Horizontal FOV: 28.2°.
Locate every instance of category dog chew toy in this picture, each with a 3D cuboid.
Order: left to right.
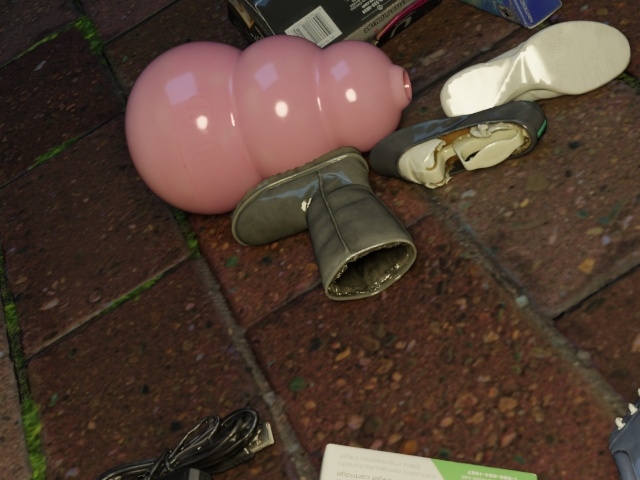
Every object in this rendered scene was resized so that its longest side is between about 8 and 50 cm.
[{"bbox_3d":[-0.057,-0.147,1.490,0.331,0.207,0.207,-10,37,18],"label":"dog chew toy"}]

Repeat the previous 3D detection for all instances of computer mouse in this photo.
[{"bbox_3d":[-0.130,0.263,1.099,0.188,0.072,0.272,-26,20,13],"label":"computer mouse"}]

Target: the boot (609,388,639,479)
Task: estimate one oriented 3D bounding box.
[{"bbox_3d":[0.254,0.125,0.954,0.086,0.069,0.190,-18,35,15],"label":"boot"}]

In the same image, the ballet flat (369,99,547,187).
[{"bbox_3d":[0.143,-0.097,1.363,0.203,0.074,0.074,-15,35,21],"label":"ballet flat"}]

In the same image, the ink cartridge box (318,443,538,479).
[{"bbox_3d":[0.064,0.257,0.854,0.160,0.093,0.219,8,39,2],"label":"ink cartridge box"}]

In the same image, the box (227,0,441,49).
[{"bbox_3d":[0.023,-0.320,1.651,0.247,0.163,0.142,-37,-8,-7],"label":"box"}]

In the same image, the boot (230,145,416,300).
[{"bbox_3d":[-0.002,-0.001,1.361,0.189,0.076,0.208,-33,40,12],"label":"boot"}]

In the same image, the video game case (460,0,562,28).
[{"bbox_3d":[0.163,-0.407,1.583,0.061,0.270,0.244,-37,31,-5],"label":"video game case"}]

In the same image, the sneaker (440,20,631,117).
[{"bbox_3d":[0.234,-0.186,1.414,0.212,0.080,0.094,-16,0,7],"label":"sneaker"}]
